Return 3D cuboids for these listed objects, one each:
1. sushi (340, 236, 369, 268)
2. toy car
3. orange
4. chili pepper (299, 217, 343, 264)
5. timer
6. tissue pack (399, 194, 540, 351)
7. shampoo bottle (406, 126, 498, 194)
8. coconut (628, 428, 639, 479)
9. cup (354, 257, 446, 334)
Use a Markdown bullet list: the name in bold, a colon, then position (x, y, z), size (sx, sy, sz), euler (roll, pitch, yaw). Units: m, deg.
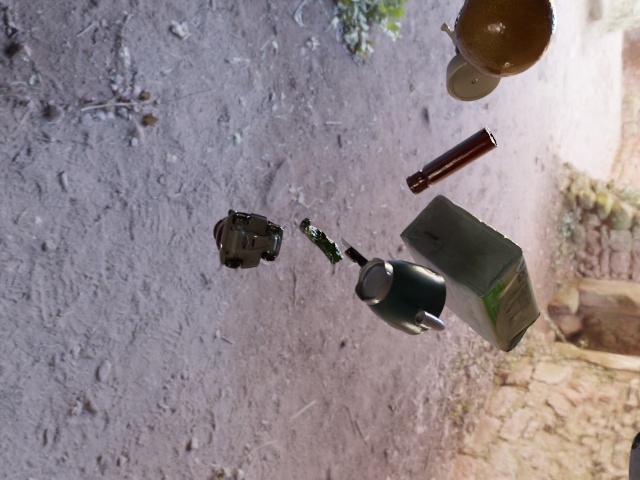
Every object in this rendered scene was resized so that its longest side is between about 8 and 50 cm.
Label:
- **sushi**: position (0.128, 0.070, 1.714), size (0.031, 0.201, 0.139), euler (-48, 167, -4)
- **toy car**: position (-0.154, -0.008, 1.047), size (0.139, 0.112, 0.112), euler (5, 102, -38)
- **orange**: position (0.514, -0.597, 1.469), size (0.274, 0.274, 0.274), euler (-9, 101, -53)
- **chili pepper**: position (-0.003, -0.004, 1.485), size (0.050, 0.073, 0.182), euler (-42, 120, 6)
- **timer**: position (0.491, -0.620, 1.756), size (0.175, 0.175, 0.266), euler (42, 37, -47)
- **tissue pack**: position (0.452, 0.102, 1.549), size (0.205, 0.332, 0.405), euler (-44, 139, -6)
- **shampoo bottle**: position (0.431, -0.259, 1.731), size (0.076, 0.314, 0.118), euler (54, 27, -9)
- **coconut**: position (0.399, 0.231, 0.440), size (0.259, 0.259, 0.259), euler (-9, 101, -53)
- **cup**: position (0.179, 0.122, 1.240), size (0.173, 0.299, 0.167), euler (24, 101, -28)
